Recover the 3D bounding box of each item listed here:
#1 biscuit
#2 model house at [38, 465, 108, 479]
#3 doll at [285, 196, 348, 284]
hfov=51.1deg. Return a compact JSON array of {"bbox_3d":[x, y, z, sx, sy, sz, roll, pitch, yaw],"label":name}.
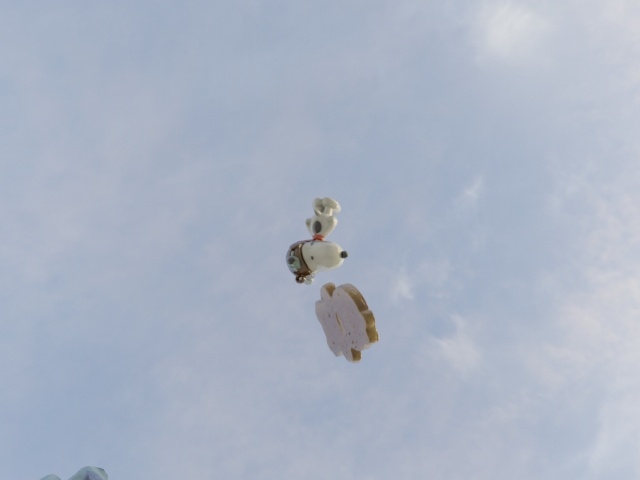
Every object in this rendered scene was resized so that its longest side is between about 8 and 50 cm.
[{"bbox_3d":[0.051,0.152,1.285,0.036,0.225,0.166,-16,-103,-22],"label":"biscuit"},{"bbox_3d":[-0.311,0.395,0.683,0.294,0.329,0.252,-35,-98,-22],"label":"model house"},{"bbox_3d":[-0.006,-0.001,0.619,0.058,0.085,0.040,-20,-39,11],"label":"doll"}]
